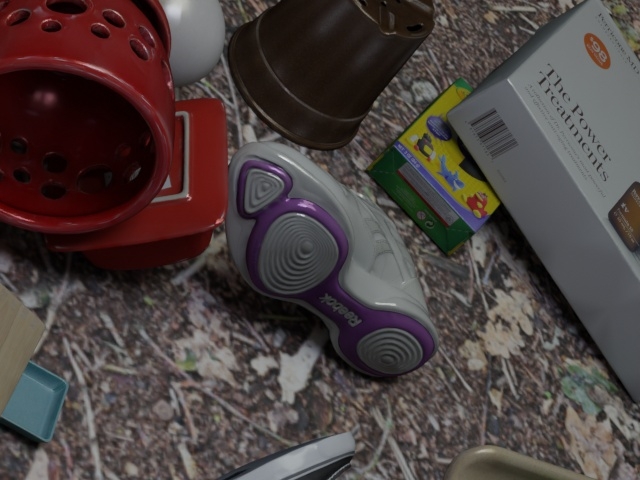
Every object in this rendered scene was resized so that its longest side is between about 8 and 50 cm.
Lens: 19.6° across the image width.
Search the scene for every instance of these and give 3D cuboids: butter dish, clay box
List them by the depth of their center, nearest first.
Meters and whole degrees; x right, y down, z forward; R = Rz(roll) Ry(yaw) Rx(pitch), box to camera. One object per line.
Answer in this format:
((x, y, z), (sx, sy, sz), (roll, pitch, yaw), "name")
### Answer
((-0.151, -0.031, 1.611), (0.160, 0.118, 0.160), (-8, 48, 5), "butter dish")
((0.150, -0.089, 1.987), (0.127, 0.053, 0.222), (46, 39, -2), "clay box")

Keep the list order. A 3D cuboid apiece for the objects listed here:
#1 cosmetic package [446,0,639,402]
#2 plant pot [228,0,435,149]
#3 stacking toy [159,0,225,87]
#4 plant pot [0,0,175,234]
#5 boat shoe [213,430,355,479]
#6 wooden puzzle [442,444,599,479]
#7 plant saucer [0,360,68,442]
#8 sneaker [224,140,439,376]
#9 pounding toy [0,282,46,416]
((0.325, -0.053, 2.035), (0.377, 0.097, 0.284), (56, 35, -7), "cosmetic package")
((0.019, -0.206, 1.876), (0.167, 0.165, 0.167), (24, 43, -25), "plant pot")
((-0.264, -0.288, 1.647), (0.480, 0.350, 0.351), (42, 33, -38), "stacking toy")
((-0.208, -0.129, 1.504), (0.191, 0.191, 0.174), (27, 42, -23), "plant pot")
((-0.043, 0.221, 1.521), (0.228, 0.080, 0.076), (-20, 89, -53), "boat shoe")
((0.217, 0.367, 1.496), (0.322, 0.080, 0.348), (22, 70, -37), "wooden puzzle")
((-0.288, 0.092, 1.446), (0.192, 0.018, 0.067), (31, 40, -18), "plant saucer")
((0.000, 0.000, 1.693), (0.305, 0.114, 0.152), (51, 21, -41), "sneaker")
((-0.302, 0.091, 1.343), (0.100, 0.141, 0.130), (49, 49, -33), "pounding toy")
